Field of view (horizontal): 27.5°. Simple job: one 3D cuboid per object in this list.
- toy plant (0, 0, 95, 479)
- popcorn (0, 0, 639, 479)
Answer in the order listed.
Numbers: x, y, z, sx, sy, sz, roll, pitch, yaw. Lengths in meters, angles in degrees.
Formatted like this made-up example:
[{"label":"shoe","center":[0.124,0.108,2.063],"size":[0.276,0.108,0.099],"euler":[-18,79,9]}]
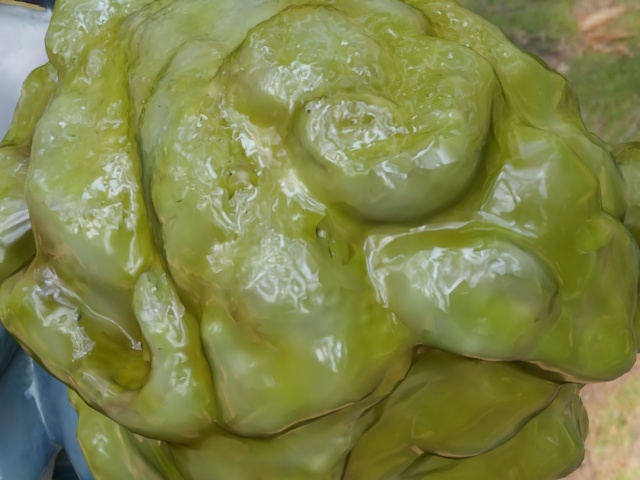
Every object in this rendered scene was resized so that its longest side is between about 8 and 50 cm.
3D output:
[{"label":"toy plant","center":[-0.161,0.044,0.728],"size":[0.247,0.247,0.332],"euler":[11,82,36]},{"label":"popcorn","center":[0.000,0.000,0.484],"size":[0.250,0.242,0.235],"euler":[-30,37,46]}]
